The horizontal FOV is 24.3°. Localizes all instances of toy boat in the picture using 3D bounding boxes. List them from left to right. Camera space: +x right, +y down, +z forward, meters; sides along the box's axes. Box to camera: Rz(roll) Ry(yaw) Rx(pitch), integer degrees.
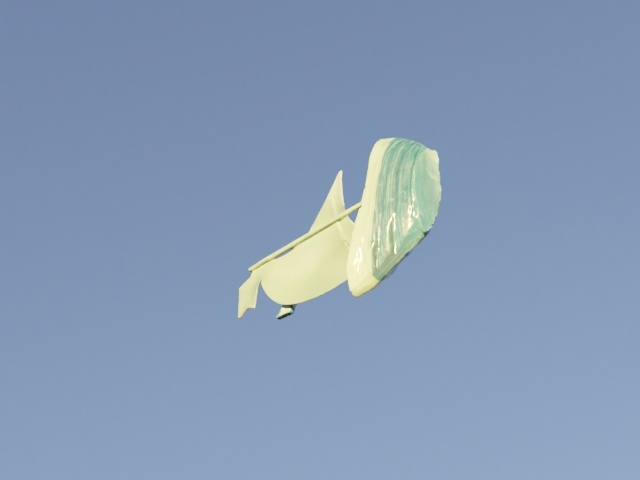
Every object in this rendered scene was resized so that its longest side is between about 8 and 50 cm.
[{"bbox_3d":[0.005,0.004,0.791,0.149,0.105,0.034,-38,-60,16],"label":"toy boat"}]
